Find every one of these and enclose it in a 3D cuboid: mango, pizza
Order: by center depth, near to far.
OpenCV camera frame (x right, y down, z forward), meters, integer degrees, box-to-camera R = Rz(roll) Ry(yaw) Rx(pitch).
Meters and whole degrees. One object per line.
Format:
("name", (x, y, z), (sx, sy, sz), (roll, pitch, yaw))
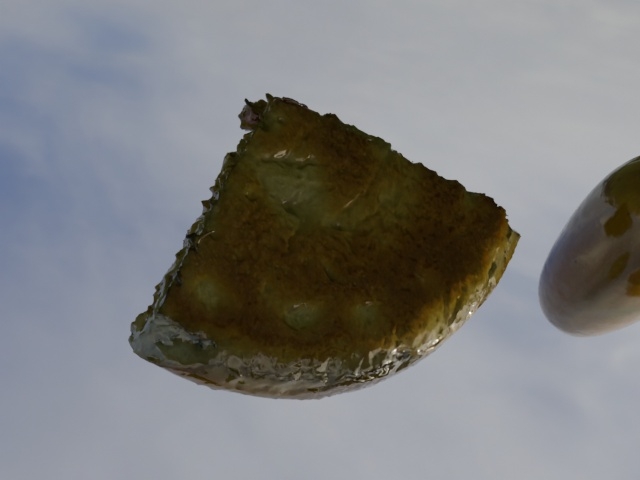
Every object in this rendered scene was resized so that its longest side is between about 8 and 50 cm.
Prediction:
("pizza", (0.000, 0.000, 1.048), (0.335, 0.226, 0.086), (-17, 170, -32))
("mango", (0.261, 0.009, 1.192), (0.138, 0.253, 0.113), (-25, -109, -25))
